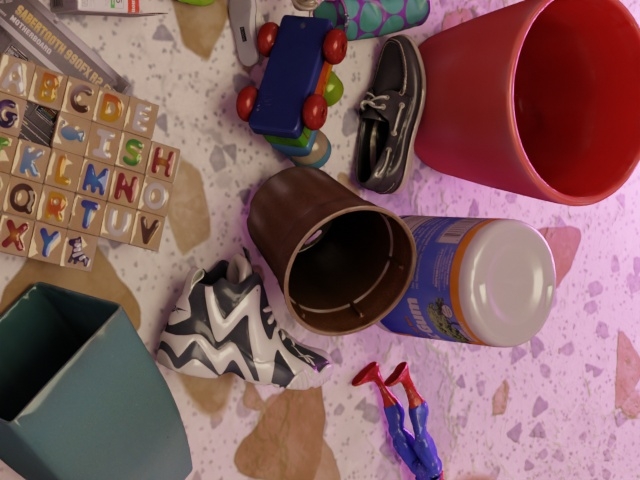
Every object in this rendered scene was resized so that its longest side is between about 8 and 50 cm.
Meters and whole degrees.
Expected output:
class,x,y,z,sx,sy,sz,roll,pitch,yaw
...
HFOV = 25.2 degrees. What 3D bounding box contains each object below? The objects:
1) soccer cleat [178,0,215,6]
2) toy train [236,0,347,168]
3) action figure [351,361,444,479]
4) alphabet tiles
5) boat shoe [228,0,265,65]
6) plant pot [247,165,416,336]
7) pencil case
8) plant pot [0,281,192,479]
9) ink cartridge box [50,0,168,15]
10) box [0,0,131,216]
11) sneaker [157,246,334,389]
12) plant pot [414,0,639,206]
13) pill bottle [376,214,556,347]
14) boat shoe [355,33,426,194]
class,x,y,z,sx,sy,sz,roll,pitch,yaw
soccer cleat,-0.143,-0.359,1.642,0.072,0.060,0.178,1,92,-25
toy train,-0.007,-0.215,1.723,0.143,0.105,0.248,55,48,-62
action figure,0.112,0.307,1.849,0.139,0.091,0.280,-45,117,-35
alphabet tiles,-0.258,-0.070,1.524,0.237,0.009,0.198,16,83,-39
boat shoe,-0.083,-0.259,1.708,0.035,0.035,0.100,-23,105,-56
plant pot,0.000,0.000,1.677,0.167,0.165,0.167,-13,123,-22
pencil case,0.066,-0.291,1.801,0.152,0.064,0.070,-17,129,-37
plant pot,-0.250,0.193,1.519,0.165,0.166,0.234,-49,126,-26
ink cartridge box,-0.231,-0.262,1.571,0.115,0.063,0.029,-5,97,-38
box,-0.335,-0.164,1.497,0.231,0.056,0.183,43,67,-32
sneaker,-0.073,0.088,1.690,0.235,0.094,0.153,10,94,-28
plant pot,0.251,-0.181,1.837,0.275,0.243,0.274,-2,93,-38
pill bottle,0.139,0.045,1.741,0.152,0.272,0.152,-1,92,-38
boat shoe,0.083,-0.161,1.815,0.065,0.075,0.206,2,96,-41
